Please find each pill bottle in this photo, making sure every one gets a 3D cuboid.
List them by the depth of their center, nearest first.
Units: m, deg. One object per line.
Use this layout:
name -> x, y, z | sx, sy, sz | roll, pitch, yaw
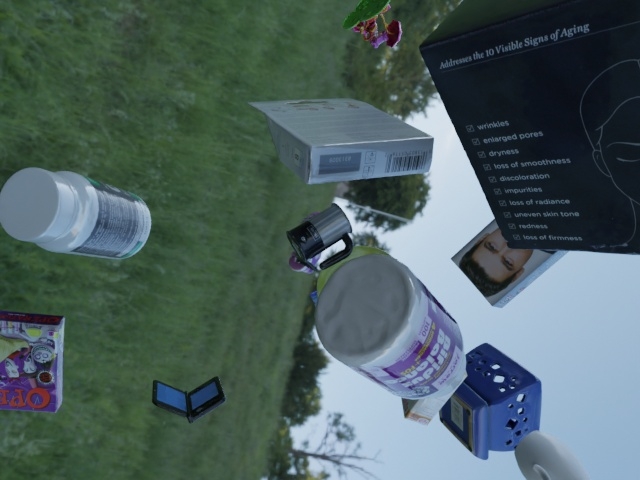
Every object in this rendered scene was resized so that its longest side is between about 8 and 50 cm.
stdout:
pill bottle -> 0.132, 0.157, 0.833 | 0.169, 0.301, 0.170 | -17, -125, 25
pill bottle -> -0.622, -0.063, 1.349 | 0.361, 0.204, 0.205 | 27, 77, -76

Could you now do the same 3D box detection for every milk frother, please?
milk frother -> 0.000, 0.000, 1.234 | 0.129, 0.134, 0.143 | 61, -12, -8

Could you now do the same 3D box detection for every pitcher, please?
pitcher -> 0.532, 0.533, 1.165 | 0.126, 0.177, 0.207 | -59, -138, 12

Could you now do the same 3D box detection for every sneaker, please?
sneaker -> -0.031, 0.014, 1.833 | 0.095, 0.104, 0.237 | 8, -112, 33

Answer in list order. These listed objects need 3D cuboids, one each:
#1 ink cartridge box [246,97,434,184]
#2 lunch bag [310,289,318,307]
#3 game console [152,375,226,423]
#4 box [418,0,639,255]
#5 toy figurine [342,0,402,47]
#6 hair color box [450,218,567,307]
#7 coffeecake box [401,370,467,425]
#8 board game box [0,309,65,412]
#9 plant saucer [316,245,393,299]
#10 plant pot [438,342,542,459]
ink cartridge box -> 0.028, -0.249, 1.217 | 0.385, 0.307, 0.091 | 44, -43, 52
lunch bag -> 0.145, 0.241, 1.855 | 0.293, 0.138, 0.221 | -20, -85, 36
game console -> -0.239, 0.271, 0.939 | 0.071, 0.107, 0.122 | 63, -13, -12
box -> 0.504, -0.239, 0.869 | 0.479, 0.472, 0.297 | 4, -133, 49
toy figurine -> 0.180, -0.661, 1.613 | 0.173, 0.159, 0.130 | -34, -135, 16
hair color box -> 0.578, 0.000, 1.463 | 0.374, 0.113, 0.185 | -46, -119, 17
coffeecake box -> 0.270, 0.334, 1.275 | 0.142, 0.068, 0.186 | -88, -157, -60
board game box -> -0.707, 0.238, 1.047 | 0.056, 0.346, 0.209 | -108, -154, -67
plant saucer -> 0.109, 0.131, 1.324 | 0.037, 0.240, 0.241 | 96, 2, -67
plant pot -> 0.475, 0.471, 1.506 | 0.236, 0.211, 0.236 | -140, -141, -60
